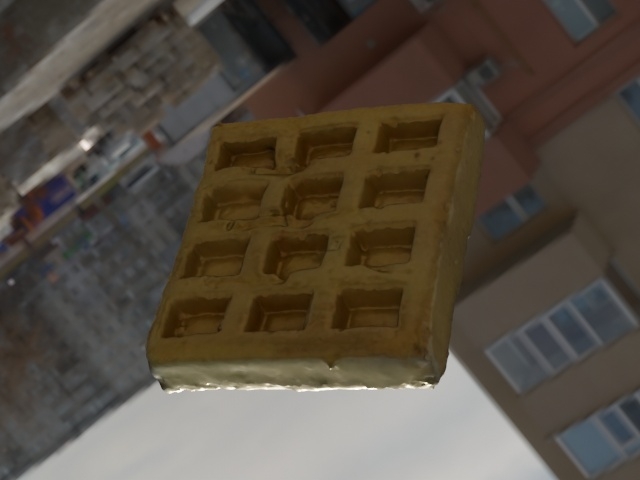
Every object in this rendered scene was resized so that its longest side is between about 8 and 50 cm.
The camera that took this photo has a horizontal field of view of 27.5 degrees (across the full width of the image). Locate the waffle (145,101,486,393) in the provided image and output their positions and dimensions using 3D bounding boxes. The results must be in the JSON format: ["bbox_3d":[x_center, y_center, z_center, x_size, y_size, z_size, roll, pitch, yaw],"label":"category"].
[{"bbox_3d":[0.000,0.000,0.973,0.221,0.055,0.248,-4,-129,23],"label":"waffle"}]
